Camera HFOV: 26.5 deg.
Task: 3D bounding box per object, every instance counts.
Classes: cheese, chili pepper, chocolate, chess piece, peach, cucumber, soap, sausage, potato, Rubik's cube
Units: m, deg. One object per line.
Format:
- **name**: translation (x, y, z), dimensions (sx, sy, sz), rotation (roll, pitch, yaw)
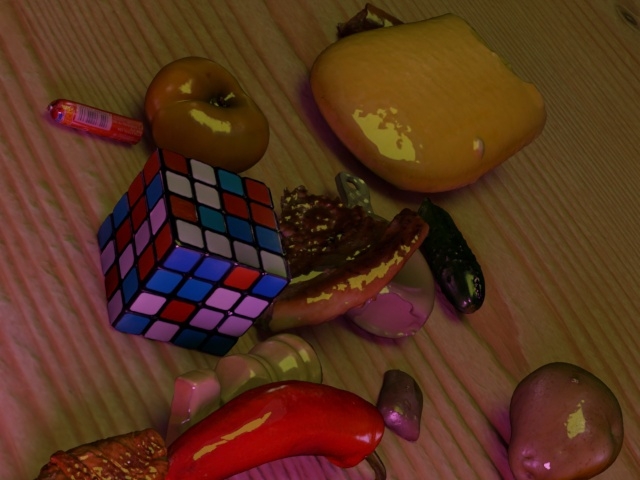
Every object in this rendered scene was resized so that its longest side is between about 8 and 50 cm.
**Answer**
- **cheese**: translation (0.063, 0.007, 1.831), dimensions (0.163, 0.082, 0.286), rotation (19, 35, -32)
- **chili pepper**: translation (-0.044, 0.209, 1.425), dimensions (0.368, 0.137, 0.092), rotation (4, 25, -43)
- **chocolate**: translation (0.107, 0.198, 1.686), dimensions (0.064, 0.031, 0.101), rotation (39, 30, -12)
- **chess piece**: translation (-0.090, 0.165, 1.462), dimensions (0.090, 0.090, 0.200), rotation (51, 35, 15)
- **peach**: translation (-0.152, -0.162, 1.782), dimensions (0.179, 0.103, 0.179), rotation (25, 37, -20)
- **cucumber**: translation (0.185, 0.017, 1.964), dimensions (0.069, 0.069, 0.227), rotation (18, 34, -33)
- **soap**: translation (0.163, -0.216, 2.156), dimensions (0.427, 0.115, 0.306), rotation (-23, 74, -45)
- **sausage**: translation (0.165, -0.298, 2.318), dimensions (0.302, 0.076, 0.103), rotation (38, 41, -2)
- **potato**: translation (0.306, 0.247, 1.751), dimensions (0.157, 0.157, 0.194), rotation (44, 45, 5)
- **sausage**: translation (-0.284, -0.150, 1.692), dimensions (0.129, 0.034, 0.034), rotation (13, 41, -37)
- **Rubik's cube**: translation (-0.144, 0.016, 1.527), dimensions (0.154, 0.151, 0.155), rotation (18, 38, -31)

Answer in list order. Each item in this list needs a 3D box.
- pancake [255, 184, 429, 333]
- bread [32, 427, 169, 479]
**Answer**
- **pancake**: translation (0.000, 0.000, 1.708), dimensions (0.266, 0.057, 0.244), rotation (-20, 45, -20)
- **bread**: translation (-0.221, 0.248, 1.226), dimensions (0.105, 0.076, 0.233), rotation (38, 35, 7)
